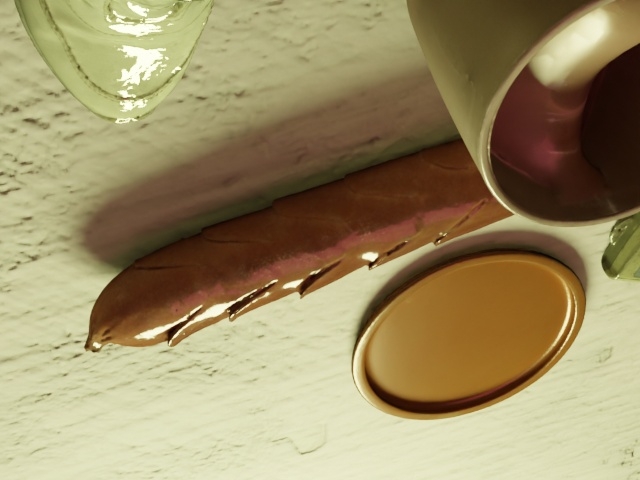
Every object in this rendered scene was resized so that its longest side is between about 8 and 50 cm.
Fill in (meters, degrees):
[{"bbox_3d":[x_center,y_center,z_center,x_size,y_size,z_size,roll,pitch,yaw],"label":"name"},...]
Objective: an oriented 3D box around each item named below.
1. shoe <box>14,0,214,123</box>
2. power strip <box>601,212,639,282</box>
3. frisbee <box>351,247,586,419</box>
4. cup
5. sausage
[{"bbox_3d":[-0.104,-0.178,0.595,0.132,0.210,0.342,-4,135,-18],"label":"shoe"},{"bbox_3d":[0.408,0.011,1.104,0.268,0.034,0.092,6,130,-26],"label":"power strip"},{"bbox_3d":[0.150,0.098,1.106,0.251,0.021,0.250,-10,136,-10],"label":"frisbee"},{"bbox_3d":[0.156,-0.165,0.712,0.192,0.200,0.253,-19,138,-1],"label":"cup"},{"bbox_3d":[-0.001,-0.002,0.906,0.433,0.088,0.088,-21,137,0],"label":"sausage"}]
